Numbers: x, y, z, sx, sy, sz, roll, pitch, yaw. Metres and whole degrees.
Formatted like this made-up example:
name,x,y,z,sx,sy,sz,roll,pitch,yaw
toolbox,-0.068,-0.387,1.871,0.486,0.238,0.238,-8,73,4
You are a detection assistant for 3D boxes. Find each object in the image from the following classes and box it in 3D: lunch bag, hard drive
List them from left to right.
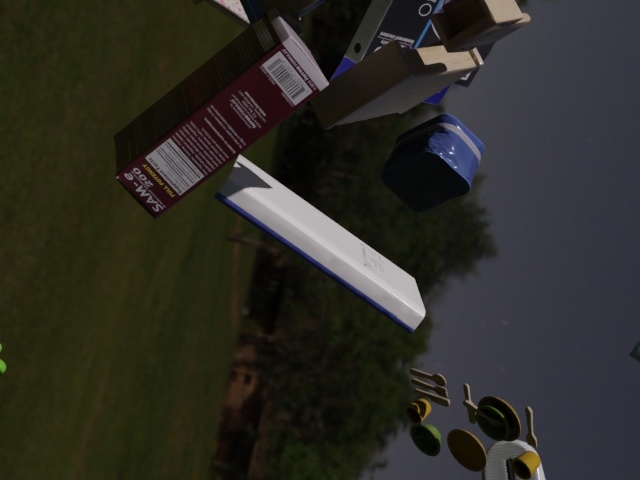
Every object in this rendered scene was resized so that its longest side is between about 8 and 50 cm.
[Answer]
name,x,y,z,sx,sy,sz,roll,pitch,yaw
hard drive,0.000,0.000,1.615,0.040,0.318,0.210,-54,-173,10
lunch bag,0.111,-0.078,1.153,0.098,0.067,0.065,-21,-147,47

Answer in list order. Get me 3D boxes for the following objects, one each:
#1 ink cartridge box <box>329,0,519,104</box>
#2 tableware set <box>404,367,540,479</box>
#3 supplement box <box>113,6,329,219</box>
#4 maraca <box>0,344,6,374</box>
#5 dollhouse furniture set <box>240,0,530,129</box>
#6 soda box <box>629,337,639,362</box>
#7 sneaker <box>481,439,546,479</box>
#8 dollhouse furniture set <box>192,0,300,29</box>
name,x,y,z,sx,sy,sz,roll,pitch,yaw
ink cartridge box,0.146,-0.278,1.624,0.208,0.206,0.045,-60,-139,31
tableware set,0.139,0.184,1.093,0.024,0.154,0.104,-33,122,-36
supplement box,-0.114,-0.141,1.268,0.239,0.073,0.130,-37,-154,8
maraca,-0.395,0.115,1.155,0.185,0.127,0.099,-20,-139,33
dollhouse furniture set,0.073,-0.329,1.397,0.286,0.303,0.198,-29,176,34
soda box,0.495,0.167,1.639,0.063,0.058,0.183,-57,149,2
sneaker,0.224,0.348,1.257,0.091,0.094,0.258,43,46,-63
dollhouse furniture set,-0.114,-0.495,1.992,0.174,0.303,0.355,-12,-120,42
